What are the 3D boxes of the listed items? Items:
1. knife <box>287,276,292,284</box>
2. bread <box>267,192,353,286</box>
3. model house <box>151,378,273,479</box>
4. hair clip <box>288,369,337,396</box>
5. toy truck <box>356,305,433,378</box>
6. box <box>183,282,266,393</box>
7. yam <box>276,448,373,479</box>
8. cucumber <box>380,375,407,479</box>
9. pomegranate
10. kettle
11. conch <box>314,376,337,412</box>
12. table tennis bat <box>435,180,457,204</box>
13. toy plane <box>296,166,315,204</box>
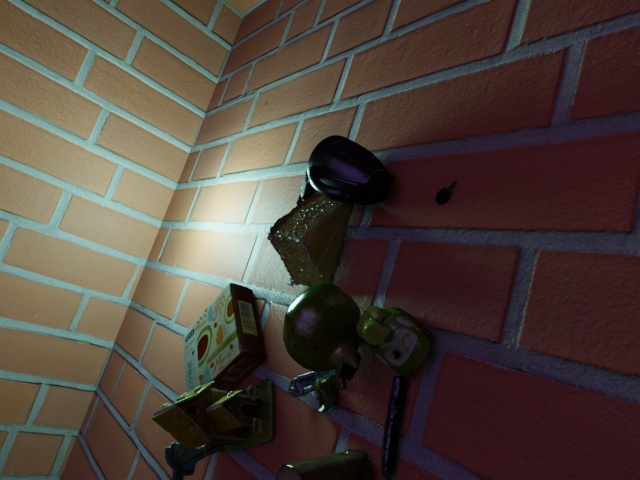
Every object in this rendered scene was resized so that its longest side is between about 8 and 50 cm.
[{"bbox_3d":[-0.110,0.127,1.737,0.027,0.010,0.096,6,74,51],"label":"knife"},{"bbox_3d":[0.000,0.000,1.639,0.315,0.279,0.248,-32,23,-33],"label":"bread"},{"bbox_3d":[-0.370,0.642,1.485,0.300,0.323,0.340,-33,47,36],"label":"model house"},{"bbox_3d":[-0.014,0.441,1.414,0.229,0.036,0.066,-33,46,30],"label":"hair clip"},{"bbox_3d":[0.174,0.247,1.182,0.148,0.210,0.187,-60,19,5],"label":"toy truck"},{"bbox_3d":[-0.406,0.429,1.822,0.385,0.122,0.345,-45,41,23],"label":"box"},{"bbox_3d":[0.016,0.610,1.127,0.129,0.238,0.128,14,95,54],"label":"yam"},{"bbox_3d":[0.186,0.480,1.147,0.044,0.043,0.257,-12,61,52],"label":"cucumber"},{"bbox_3d":[0.021,0.276,1.296,0.261,0.260,0.341,-54,34,13],"label":"pomegranate"},{"bbox_3d":[0.092,-0.208,1.504,0.290,0.268,0.208,39,140,43],"label":"kettle"},{"bbox_3d":[0.012,0.465,1.336,0.089,0.074,0.121,-75,0,-70],"label":"conch"},{"bbox_3d":[0.373,-0.142,1.318,0.083,0.007,0.050,-52,38,18],"label":"table tennis bat"},{"bbox_3d":[-0.053,-0.244,1.856,0.078,0.053,0.197,-9,67,58],"label":"toy plane"}]
